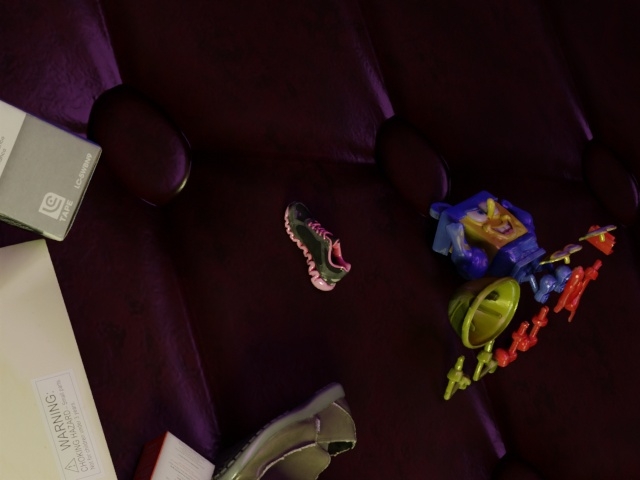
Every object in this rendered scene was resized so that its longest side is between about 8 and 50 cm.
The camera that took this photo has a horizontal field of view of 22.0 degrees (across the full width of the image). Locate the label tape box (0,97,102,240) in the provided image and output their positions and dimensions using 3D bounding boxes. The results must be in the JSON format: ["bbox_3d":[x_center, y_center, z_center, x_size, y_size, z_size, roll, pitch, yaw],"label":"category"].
[{"bbox_3d":[-0.407,-0.120,1.526,0.334,0.240,0.106,26,84,-35],"label":"label tape box"}]

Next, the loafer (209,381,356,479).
[{"bbox_3d":[-0.031,0.236,1.825,0.251,0.094,0.087,-28,83,-52],"label":"loafer"}]

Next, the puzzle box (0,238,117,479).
[{"bbox_3d":[-0.323,0.219,1.460,0.272,0.052,0.409,-13,74,-21],"label":"puzzle box"}]

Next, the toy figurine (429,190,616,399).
[{"bbox_3d":[0.211,0.035,2.231,0.217,0.191,0.362,38,40,23],"label":"toy figurine"}]

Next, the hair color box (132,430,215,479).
[{"bbox_3d":[-0.163,0.276,1.697,0.072,0.043,0.141,40,41,-22],"label":"hair color box"}]

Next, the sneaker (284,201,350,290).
[{"bbox_3d":[0.000,0.000,2.044,0.047,0.057,0.119,-21,81,-49],"label":"sneaker"}]
